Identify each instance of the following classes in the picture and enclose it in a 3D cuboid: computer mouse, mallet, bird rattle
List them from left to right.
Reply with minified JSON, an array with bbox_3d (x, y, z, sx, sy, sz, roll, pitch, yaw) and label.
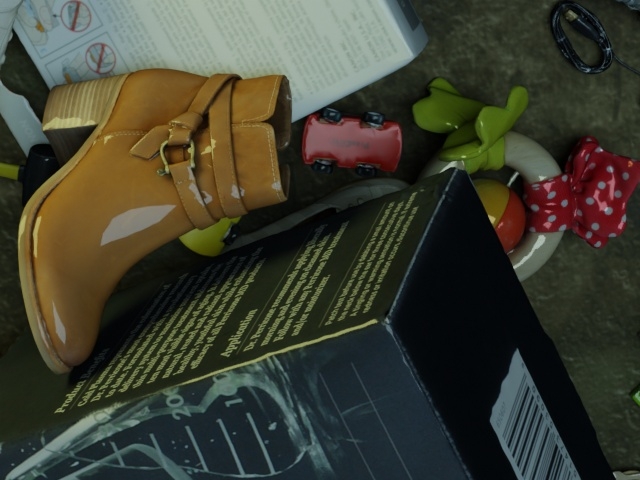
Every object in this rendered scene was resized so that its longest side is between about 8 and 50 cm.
[{"bbox_3d":[-0.329,-0.064,1.531,0.189,0.039,0.062,5,113,3],"label":"mallet"},{"bbox_3d":[0.184,-0.046,1.637,0.253,0.143,0.207,33,95,-30],"label":"bird rattle"},{"bbox_3d":[0.334,-0.169,1.674,0.242,0.041,0.071,28,96,-17],"label":"computer mouse"}]

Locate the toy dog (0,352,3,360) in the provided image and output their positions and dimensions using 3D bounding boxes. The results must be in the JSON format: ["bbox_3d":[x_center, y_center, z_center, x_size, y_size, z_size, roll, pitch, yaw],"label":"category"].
[{"bbox_3d":[-0.429,0.105,1.494,0.333,0.161,0.220,25,96,-17],"label":"toy dog"}]

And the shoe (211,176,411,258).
[{"bbox_3d":[0.000,0.000,1.624,0.219,0.058,0.077,-22,107,-7],"label":"shoe"}]

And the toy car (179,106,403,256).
[{"bbox_3d":[-0.065,-0.126,1.577,0.239,0.053,0.225,-26,102,4],"label":"toy car"}]

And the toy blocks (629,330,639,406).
[{"bbox_3d":[0.502,0.066,1.652,0.381,0.261,0.191,-43,108,-1],"label":"toy blocks"}]

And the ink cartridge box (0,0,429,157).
[{"bbox_3d":[-0.139,-0.226,1.501,0.385,0.091,0.308,-25,103,21],"label":"ink cartridge box"}]

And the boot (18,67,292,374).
[{"bbox_3d":[-0.133,-0.022,1.409,0.220,0.283,0.109,-2,148,11],"label":"boot"}]

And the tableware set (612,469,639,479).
[{"bbox_3d":[0.292,0.311,1.785,0.141,0.020,0.169,1,102,-14],"label":"tableware set"}]

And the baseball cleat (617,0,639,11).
[{"bbox_3d":[0.304,-0.251,1.633,0.205,0.072,0.109,-14,112,-6],"label":"baseball cleat"}]

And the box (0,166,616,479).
[{"bbox_3d":[-0.009,0.260,1.465,0.471,0.297,0.480,-19,109,26],"label":"box"}]

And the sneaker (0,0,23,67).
[{"bbox_3d":[-0.333,-0.157,1.457,0.305,0.114,0.152,-48,133,1],"label":"sneaker"}]
